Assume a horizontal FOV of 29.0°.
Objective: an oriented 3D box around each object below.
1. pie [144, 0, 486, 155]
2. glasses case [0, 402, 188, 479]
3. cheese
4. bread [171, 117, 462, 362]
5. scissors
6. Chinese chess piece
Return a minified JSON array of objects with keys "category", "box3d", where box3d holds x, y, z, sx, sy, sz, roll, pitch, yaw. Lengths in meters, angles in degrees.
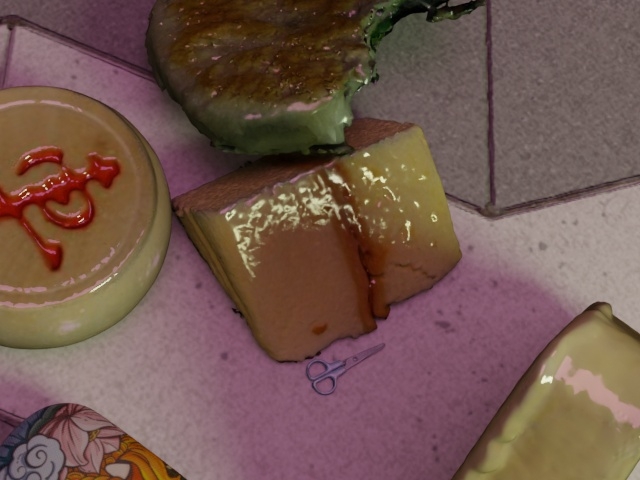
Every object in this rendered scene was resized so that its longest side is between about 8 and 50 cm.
[{"category":"pie","box3d":[-0.021,-0.222,1.227,0.296,0.078,0.371,24,55,26]},{"category":"glasses case","box3d":[-0.138,0.263,1.046,0.321,0.082,0.122,36,64,8]},{"category":"cheese","box3d":[0.186,0.169,0.987,0.104,0.384,0.384,38,67,14]},{"category":"bread","box3d":[0.000,0.000,1.208,0.240,0.135,0.178,-25,106,-18]},{"category":"scissors","box3d":[0.026,0.117,1.173,0.083,0.006,0.036,-25,75,-17]},{"category":"Chinese chess piece","box3d":[-0.262,-0.024,1.143,0.251,0.097,0.250,3,67,-6]}]
